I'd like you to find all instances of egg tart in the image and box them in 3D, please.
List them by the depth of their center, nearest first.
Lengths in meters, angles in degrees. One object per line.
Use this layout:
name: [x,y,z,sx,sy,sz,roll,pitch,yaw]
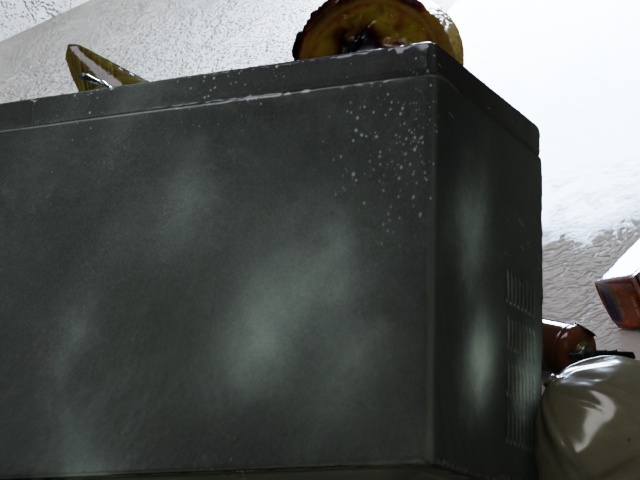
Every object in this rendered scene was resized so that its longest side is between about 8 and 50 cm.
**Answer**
egg tart: [0.082,-0.215,2.301,0.215,0.215,0.171,-14,9,23]

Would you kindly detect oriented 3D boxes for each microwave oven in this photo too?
microwave oven: [-0.065,0.055,1.465,0.432,0.374,0.236,-5,-16,26]

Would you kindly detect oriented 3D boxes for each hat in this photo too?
hat: [0.263,0.142,1.393,0.173,0.144,0.166,-27,12,42]

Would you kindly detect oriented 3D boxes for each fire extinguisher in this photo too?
fire extinguisher: [0.200,0.092,1.662,0.062,0.050,0.177,1,6,-37]

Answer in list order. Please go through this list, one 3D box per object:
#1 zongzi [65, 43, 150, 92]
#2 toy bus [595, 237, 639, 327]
zongzi: [-0.158,-0.131,2.153,0.286,0.288,0.134,-15,20,50]
toy bus: [0.331,0.008,1.703,0.077,0.065,0.192,-8,25,50]
